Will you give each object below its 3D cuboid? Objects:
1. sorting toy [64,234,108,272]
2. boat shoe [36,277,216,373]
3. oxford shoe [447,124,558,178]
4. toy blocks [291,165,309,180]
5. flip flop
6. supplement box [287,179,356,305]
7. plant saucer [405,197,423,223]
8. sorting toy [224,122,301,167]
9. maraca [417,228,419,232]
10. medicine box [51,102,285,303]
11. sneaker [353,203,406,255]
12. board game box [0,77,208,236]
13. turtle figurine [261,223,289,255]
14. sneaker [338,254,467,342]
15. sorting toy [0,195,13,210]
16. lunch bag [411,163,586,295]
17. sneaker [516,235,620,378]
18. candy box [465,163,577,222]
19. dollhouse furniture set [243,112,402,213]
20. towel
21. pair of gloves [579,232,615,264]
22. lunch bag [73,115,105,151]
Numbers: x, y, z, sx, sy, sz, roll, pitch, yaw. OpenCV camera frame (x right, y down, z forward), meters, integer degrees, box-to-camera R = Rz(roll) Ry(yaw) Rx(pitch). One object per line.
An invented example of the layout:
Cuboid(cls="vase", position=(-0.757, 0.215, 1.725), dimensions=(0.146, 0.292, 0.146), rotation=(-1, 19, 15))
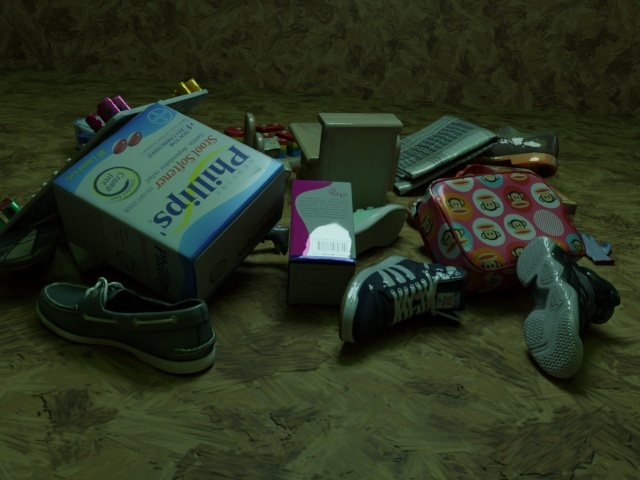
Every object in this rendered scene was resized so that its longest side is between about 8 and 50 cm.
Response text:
Cuboid(cls="sorting toy", position=(-0.380, -0.008, 1.242), dimensions=(0.192, 0.038, 0.208), rotation=(-25, 27, -19))
Cuboid(cls="boat shoe", position=(-0.290, 0.098, 0.951), dimensions=(0.319, 0.099, 0.116), rotation=(14, 24, 25))
Cuboid(cls="oxford shoe", position=(0.496, -0.254, 1.863), dimensions=(0.363, 0.133, 0.130), rotation=(5, -19, 24))
Cuboid(cls="toy blocks", position=(-0.024, -0.192, 1.797), dimensions=(0.123, 0.054, 0.148), rotation=(-8, 25, -30))
Cuboid(cls="flip flop", position=(-0.520, 0.021, 1.153), dimensions=(0.112, 0.080, 0.277), rotation=(-13, 11, -23))
Cuboid(cls="supplement box", position=(0.000, 0.000, 1.149), dimensions=(0.111, 0.114, 0.220), rotation=(3, 43, -2))
Cuboid(cls="plant saucer", position=(0.299, -0.057, 1.532), dimensions=(0.199, 0.037, 0.200), rotation=(3, 21, -1))
Cuboid(cls="sorting toy", position=(-0.166, -0.295, 1.986), dimensions=(0.255, 0.090, 0.257), rotation=(-16, 29, -41))
Cuboid(cls="maraca", position=(0.288, -0.025, 1.372), dimensions=(0.185, 0.099, 0.127), rotation=(7, -13, -39))
Cuboid(cls="medicine box", position=(-0.249, -0.066, 1.113), dimensions=(0.289, 0.149, 0.263), rotation=(26, 52, 16))
Cuboid(cls="sneaker", position=(0.064, -0.042, 1.368), dimensions=(0.151, 0.094, 0.255), rotation=(28, 34, 34))
Cuboid(cls="board game box", position=(-0.451, -0.183, 1.348), dimensions=(0.389, 0.050, 0.390), rotation=(-36, 7, 23))
Cuboid(cls="turtle figurine", position=(-0.184, -0.014, 1.251), dimensions=(0.233, 0.118, 0.175), rotation=(5, 21, -13))
Cuboid(cls="sneaker", position=(0.143, 0.096, 1.036), dimensions=(0.153, 0.099, 0.282), rotation=(12, 20, 24))
Cuboid(cls="sorting toy", position=(-0.619, 0.023, 1.084), dimensions=(0.132, 0.046, 0.274), rotation=(-2, 39, 48))
Cuboid(cls="lunch bag", position=(0.331, -0.036, 1.232), dimensions=(0.292, 0.120, 0.258), rotation=(-6, 58, -24))
Cuboid(cls="sneaker", position=(0.405, 0.115, 1.022), dimensions=(0.153, 0.101, 0.269), rotation=(25, 41, -15))
Cuboid(cls="candy box", position=(0.488, -0.109, 1.629), dimensions=(0.182, 0.088, 0.316), rotation=(3, 21, -4))
Cuboid(cls="dollhouse furniture set", position=(0.027, -0.231, 1.546), dimensions=(0.361, 0.257, 0.394), rotation=(-2, 32, -16))
Cuboid(cls="towel", position=(0.299, -0.259, 1.847), dimensions=(0.324, 0.056, 0.312), rotation=(-29, 27, -4))
Cuboid(cls="pair of gloves", position=(0.550, 0.013, 1.425), dimensions=(0.198, 0.023, 0.159), rotation=(2, 22, -3))
Cuboid(cls="lunch bag", position=(-0.561, -0.292, 1.884), dimensions=(0.303, 0.115, 0.243), rotation=(17, 27, 29))
